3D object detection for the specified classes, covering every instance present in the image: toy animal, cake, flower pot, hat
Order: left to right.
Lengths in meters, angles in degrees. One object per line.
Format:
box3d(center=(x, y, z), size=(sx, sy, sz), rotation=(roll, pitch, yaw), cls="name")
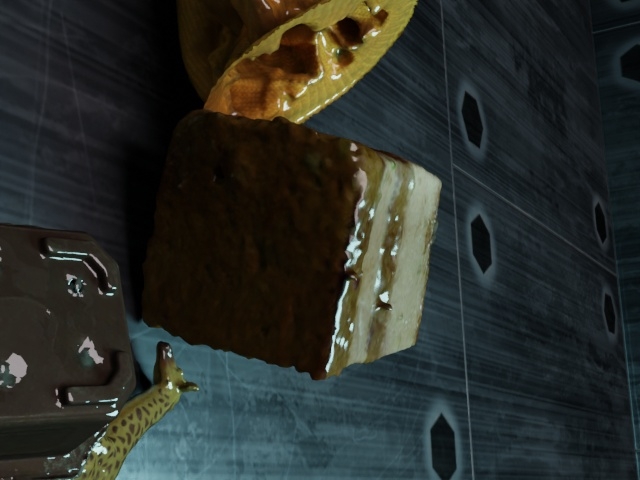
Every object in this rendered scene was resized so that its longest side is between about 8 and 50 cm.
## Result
box3d(center=(-0.211, 0.056, 0.649), size=(0.251, 0.084, 0.179), rotation=(6, 66, -49), cls="flower pot")
box3d(center=(-0.176, 0.139, 0.790), size=(0.275, 0.054, 0.149), rotation=(16, 62, -58), cls="toy animal")
box3d(center=(-0.078, -0.241, 1.028), size=(0.233, 0.244, 0.233), rotation=(-18, 67, -48), cls="hat")
box3d(center=(0.000, 0.000, 0.979), size=(0.293, 0.196, 0.199), rotation=(2, 97, -63), cls="cake")
